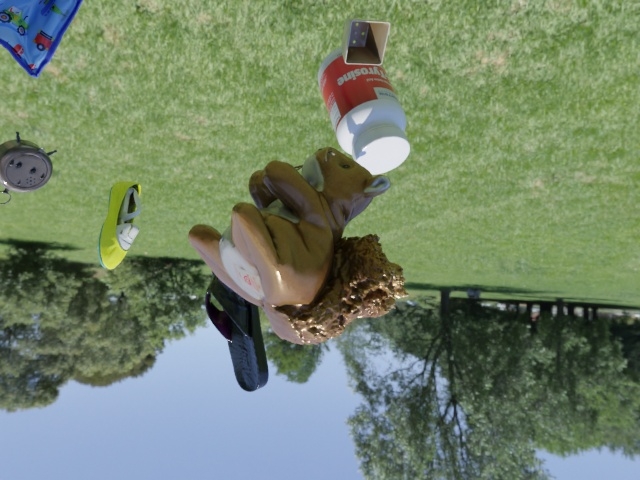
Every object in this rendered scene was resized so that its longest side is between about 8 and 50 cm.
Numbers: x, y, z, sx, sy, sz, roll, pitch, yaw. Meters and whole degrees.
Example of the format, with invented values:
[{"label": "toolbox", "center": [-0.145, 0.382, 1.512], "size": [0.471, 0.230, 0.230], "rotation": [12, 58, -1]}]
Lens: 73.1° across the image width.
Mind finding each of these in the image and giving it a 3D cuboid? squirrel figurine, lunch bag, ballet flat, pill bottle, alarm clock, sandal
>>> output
[{"label": "squirrel figurine", "center": [0.000, 0.000, 0.917], "size": [0.370, 0.397, 0.281], "rotation": [-41, -173, -32]}, {"label": "lunch bag", "center": [-0.466, -0.469, 0.749], "size": [0.221, 0.293, 0.138], "rotation": [53, -172, 37]}, {"label": "ballet flat", "center": [-0.466, -0.045, 1.023], "size": [0.077, 0.230, 0.077], "rotation": [-9, 152, 8]}, {"label": "pill bottle", "center": [0.143, -0.428, 1.419], "size": [0.229, 0.407, 0.229], "rotation": [-12, 152, -7]}, {"label": "alarm clock", "center": [-0.771, -0.171, 1.104], "size": [0.064, 0.192, 0.129], "rotation": [36, -178, 29]}, {"label": "sandal", "center": [-0.264, 0.231, 1.293], "size": [0.107, 0.445, 0.168], "rotation": [-4, 162, -47]}]

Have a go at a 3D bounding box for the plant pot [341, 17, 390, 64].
[{"label": "plant pot", "center": [0.110, -0.548, 1.168], "size": [0.109, 0.109, 0.096], "rotation": [-5, -138, -17]}]
